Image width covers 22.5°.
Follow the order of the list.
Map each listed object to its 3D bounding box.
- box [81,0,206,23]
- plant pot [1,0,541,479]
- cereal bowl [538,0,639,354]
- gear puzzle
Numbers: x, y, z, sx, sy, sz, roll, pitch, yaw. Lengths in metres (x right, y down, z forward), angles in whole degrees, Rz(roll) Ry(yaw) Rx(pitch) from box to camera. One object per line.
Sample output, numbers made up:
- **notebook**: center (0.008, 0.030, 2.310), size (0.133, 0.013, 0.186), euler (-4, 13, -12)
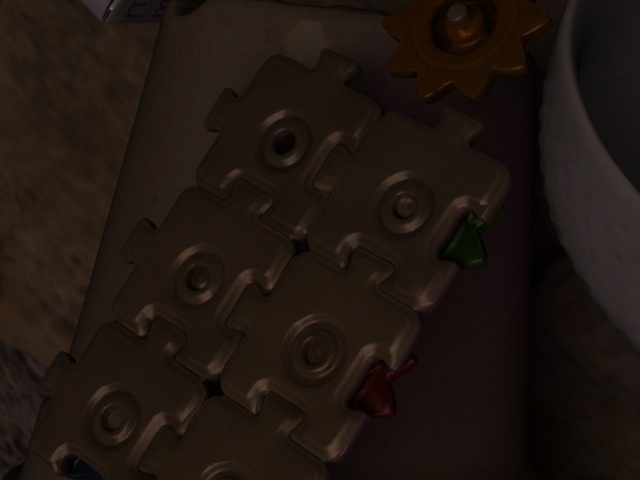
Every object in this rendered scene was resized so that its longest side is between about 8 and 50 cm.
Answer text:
- **box**: center (-0.118, -0.313, 1.037), size (0.231, 0.127, 0.262), euler (44, 117, 15)
- **plant pot**: center (-0.005, 0.022, 0.947), size (0.333, 0.334, 0.305), euler (9, 93, 28)
- **cereal bowl**: center (0.263, -0.013, 0.777), size (0.339, 0.339, 0.141), euler (33, 139, 21)
- **gear puzzle**: center (0.000, 0.000, 0.782), size (0.175, 0.044, 0.339), euler (29, 86, 34)
